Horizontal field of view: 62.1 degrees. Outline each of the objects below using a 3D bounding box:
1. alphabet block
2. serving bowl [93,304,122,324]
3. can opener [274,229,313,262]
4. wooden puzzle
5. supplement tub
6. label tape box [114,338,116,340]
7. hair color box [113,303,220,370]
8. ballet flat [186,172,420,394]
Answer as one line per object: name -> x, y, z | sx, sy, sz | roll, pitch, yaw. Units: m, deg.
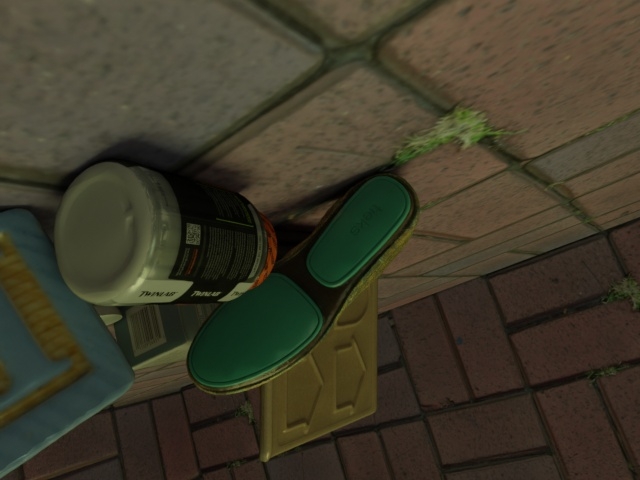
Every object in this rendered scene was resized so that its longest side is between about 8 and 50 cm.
alphabet block -> -0.314, 0.117, 0.464 | 0.193, 0.192, 0.197 | -30, 176, -42
serving bowl -> -0.355, 0.116, 0.828 | 0.083, 0.027, 0.083 | -17, 165, -5
can opener -> 0.000, 0.000, 0.781 | 0.283, 0.076, 0.095 | 3, 123, -54
wooden puzzle -> -0.006, 0.169, 0.922 | 0.080, 0.322, 0.347 | 1, 180, 35
supplement tub -> -0.127, 0.001, 0.486 | 0.117, 0.117, 0.190 | -24, 164, 23
label tape box -> -0.589, 0.280, 1.003 | 0.240, 0.106, 0.333 | -26, 163, 31
hair color box -> -0.152, 0.132, 0.961 | 0.185, 0.114, 0.374 | -27, 162, 35
ballet flat -> -0.011, 0.061, 0.663 | 0.348, 0.123, 0.123 | -44, 165, -2
